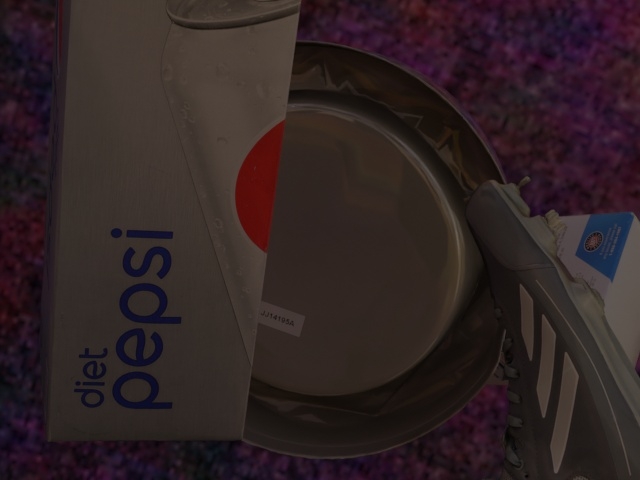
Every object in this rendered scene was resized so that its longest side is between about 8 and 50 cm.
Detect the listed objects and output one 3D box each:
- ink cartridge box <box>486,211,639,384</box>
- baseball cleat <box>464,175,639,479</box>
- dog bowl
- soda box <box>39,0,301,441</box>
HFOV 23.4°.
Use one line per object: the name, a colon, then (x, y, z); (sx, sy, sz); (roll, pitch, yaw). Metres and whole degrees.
ink cartridge box: (0.196, 0.054, 1.390); (0.082, 0.191, 0.139); (46, 55, -35)
baseball cleat: (0.099, 0.075, 0.693); (0.206, 0.109, 0.072); (60, 11, 18)
dog bowl: (0.000, 0.000, 1.261); (0.349, 0.348, 0.102); (25, 23, 7)
soda box: (-0.071, -0.048, 0.688); (0.098, 0.286, 0.091); (2, 30, -13)
